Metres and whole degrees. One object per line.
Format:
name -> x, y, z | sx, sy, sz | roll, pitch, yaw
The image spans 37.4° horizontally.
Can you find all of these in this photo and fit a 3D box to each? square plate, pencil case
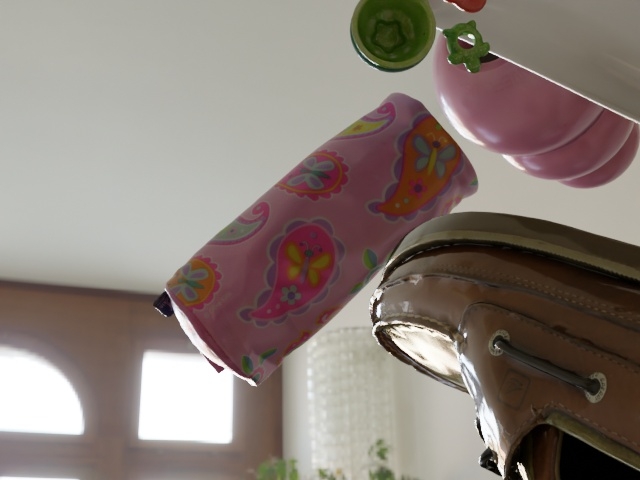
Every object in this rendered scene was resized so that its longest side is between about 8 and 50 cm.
square plate -> 0.212, -0.310, 0.802 | 0.049, 0.347, 0.344 | -14, -56, -29
pencil case -> 0.000, 0.000, 0.810 | 0.284, 0.124, 0.124 | -42, -26, -8

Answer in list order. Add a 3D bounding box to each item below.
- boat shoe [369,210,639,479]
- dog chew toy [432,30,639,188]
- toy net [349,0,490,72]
boat shoe -> 0.101, 0.059, 0.377 | 0.111, 0.104, 0.307 | 34, -16, -22
dog chew toy -> 0.275, -0.166, 1.119 | 0.207, 0.206, 0.332 | -18, -31, 31
toy net -> 0.073, -0.249, 0.771 | 0.122, 0.232, 0.045 | -7, -6, -5
